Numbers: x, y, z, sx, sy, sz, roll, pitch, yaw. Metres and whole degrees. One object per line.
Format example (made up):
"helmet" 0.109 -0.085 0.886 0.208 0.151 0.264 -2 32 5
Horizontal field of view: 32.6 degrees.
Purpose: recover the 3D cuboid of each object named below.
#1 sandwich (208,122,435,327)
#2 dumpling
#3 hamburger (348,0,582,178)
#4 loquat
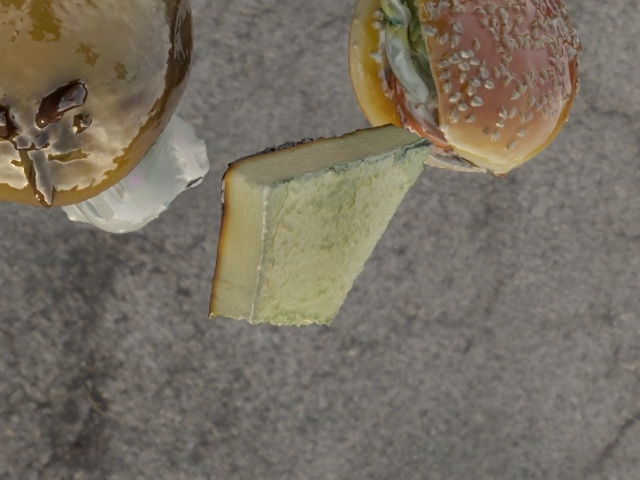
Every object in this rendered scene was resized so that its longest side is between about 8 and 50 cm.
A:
"sandwich" 0.000 0.000 0.866 0.193 0.058 0.162 -20 129 -44
"dumpling" -0.202 -0.074 1.081 0.127 0.188 0.108 47 37 -30
"hamburger" 0.132 -0.164 0.976 0.237 0.147 0.236 2 85 -23
"loquat" -0.197 -0.138 0.745 0.238 0.238 0.193 -18 148 -31
